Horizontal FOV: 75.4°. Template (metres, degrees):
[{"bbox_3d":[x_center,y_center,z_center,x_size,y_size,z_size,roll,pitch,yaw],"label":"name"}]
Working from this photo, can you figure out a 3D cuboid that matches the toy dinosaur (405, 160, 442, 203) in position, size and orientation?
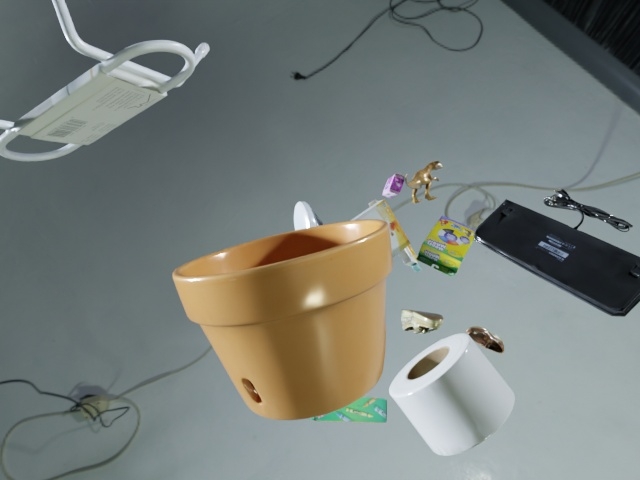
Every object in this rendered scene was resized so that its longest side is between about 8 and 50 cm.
[{"bbox_3d":[0.262,-0.154,1.110,0.064,0.112,0.211,1,25,39],"label":"toy dinosaur"}]

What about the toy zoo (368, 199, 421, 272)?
[{"bbox_3d":[0.278,-0.013,1.507,0.030,0.192,0.293,-33,82,16],"label":"toy zoo"}]

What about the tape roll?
[{"bbox_3d":[0.314,0.367,1.011,0.246,0.246,0.169,-38,86,-4],"label":"tape roll"}]

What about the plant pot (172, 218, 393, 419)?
[{"bbox_3d":[-0.030,0.100,0.575,0.291,0.291,0.203,-13,99,4],"label":"plant pot"}]

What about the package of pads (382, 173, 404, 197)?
[{"bbox_3d":[0.186,-0.139,1.060,0.032,0.083,0.050,20,88,-3],"label":"package of pads"}]

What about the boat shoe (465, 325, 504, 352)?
[{"bbox_3d":[0.681,0.409,1.700,0.178,0.060,0.064,27,116,-10],"label":"boat shoe"}]

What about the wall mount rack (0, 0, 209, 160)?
[{"bbox_3d":[-0.322,-0.239,0.632,0.350,0.304,0.130,-20,89,21],"label":"wall mount rack"}]

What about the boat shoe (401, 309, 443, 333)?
[{"bbox_3d":[0.386,0.317,1.582,0.105,0.285,0.089,8,83,-5],"label":"boat shoe"}]

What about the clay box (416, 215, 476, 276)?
[{"bbox_3d":[0.397,0.014,1.294,0.127,0.053,0.222,27,42,19],"label":"clay box"}]

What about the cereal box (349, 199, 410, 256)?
[{"bbox_3d":[0.148,0.005,1.305,0.240,0.047,0.173,-36,100,-18],"label":"cereal box"}]

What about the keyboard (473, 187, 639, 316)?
[{"bbox_3d":[0.478,-0.001,0.802,0.201,0.033,0.317,-42,43,-7],"label":"keyboard"}]

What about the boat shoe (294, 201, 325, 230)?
[{"bbox_3d":[0.000,0.000,1.426,0.102,0.108,0.301,-11,69,-35],"label":"boat shoe"}]

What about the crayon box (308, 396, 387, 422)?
[{"bbox_3d":[0.070,0.578,1.436,0.279,0.165,0.081,12,69,-23],"label":"crayon box"}]
